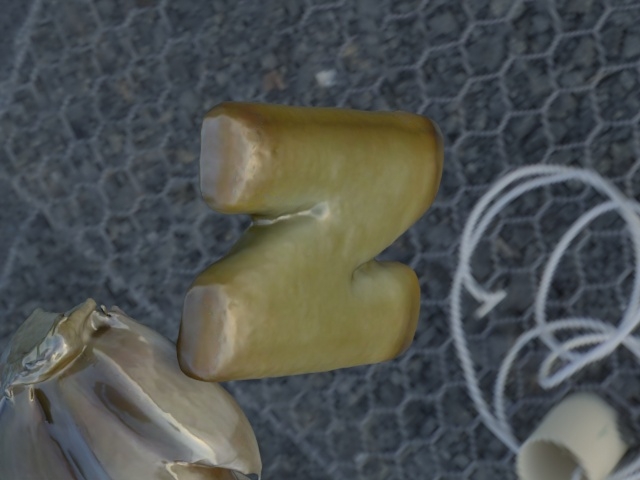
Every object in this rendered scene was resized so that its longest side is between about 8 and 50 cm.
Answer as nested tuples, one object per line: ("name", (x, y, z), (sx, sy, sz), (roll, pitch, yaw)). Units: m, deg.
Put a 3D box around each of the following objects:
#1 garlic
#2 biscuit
("garlic", (-0.179, 0.164, 1.341), (0.237, 0.210, 0.292), (-26, 118, 14))
("biscuit", (0.000, 0.000, 1.314), (0.062, 0.290, 0.237), (14, 99, 41))
